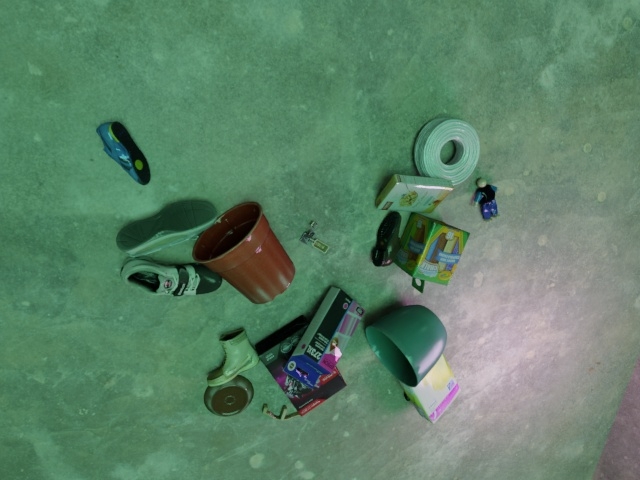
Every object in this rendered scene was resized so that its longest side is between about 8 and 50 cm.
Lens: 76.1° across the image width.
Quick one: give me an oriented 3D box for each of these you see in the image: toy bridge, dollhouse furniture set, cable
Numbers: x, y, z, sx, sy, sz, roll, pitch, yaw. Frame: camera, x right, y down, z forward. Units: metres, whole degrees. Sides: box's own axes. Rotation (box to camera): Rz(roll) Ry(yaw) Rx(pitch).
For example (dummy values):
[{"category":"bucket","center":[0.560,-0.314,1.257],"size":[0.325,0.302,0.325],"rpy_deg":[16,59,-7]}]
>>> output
[{"category":"toy bridge","center":[-0.158,0.733,1.736],"size":[0.188,0.026,0.063],"rpy_deg":[13,106,-21]},{"category":"dollhouse furniture set","center":[0.000,0.000,1.512],"size":[0.114,0.081,0.091],"rpy_deg":[31,96,-24]},{"category":"cable","center":[0.479,-0.334,1.551],"size":[0.257,0.089,0.257],"rpy_deg":[26,98,-23]}]

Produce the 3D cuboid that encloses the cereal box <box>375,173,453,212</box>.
[{"category":"cereal box","center":[0.348,-0.171,1.533],"size":[0.240,0.047,0.173],"rpy_deg":[1,151,-18]}]

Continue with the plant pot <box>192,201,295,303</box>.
[{"category":"plant pot","center":[-0.235,0.057,1.373],"size":[0.272,0.272,0.265],"rpy_deg":[-38,123,-3]}]

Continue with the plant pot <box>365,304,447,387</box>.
[{"category":"plant pot","center":[0.367,0.400,1.662],"size":[0.235,0.293,0.293],"rpy_deg":[-34,115,-20]}]

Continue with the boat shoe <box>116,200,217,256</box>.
[{"category":"boat shoe","center":[-0.492,-0.034,1.340],"size":[0.321,0.103,0.118],"rpy_deg":[-25,68,-12]}]

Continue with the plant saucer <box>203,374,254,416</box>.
[{"category":"plant saucer","center":[-0.363,0.629,1.631],"size":[0.199,0.036,0.198],"rpy_deg":[-5,109,-15]}]

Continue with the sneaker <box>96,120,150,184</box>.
[{"category":"sneaker","center":[-0.602,-0.261,1.253],"size":[0.082,0.069,0.209],"rpy_deg":[-10,124,20]}]

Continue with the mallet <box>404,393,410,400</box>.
[{"category":"mallet","center":[0.421,0.654,1.892],"size":[0.062,0.039,0.189],"rpy_deg":[-7,106,-16]}]

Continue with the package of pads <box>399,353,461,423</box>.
[{"category":"package of pads","center":[0.495,0.655,1.853],"size":[0.229,0.101,0.296],"rpy_deg":[-39,115,-20]}]

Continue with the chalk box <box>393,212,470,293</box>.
[{"category":"chalk box","center":[0.418,0.060,1.613],"size":[0.179,0.180,0.288],"rpy_deg":[15,101,-22]}]

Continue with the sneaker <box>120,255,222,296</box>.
[{"category":"sneaker","center":[-0.493,0.141,1.370],"size":[0.331,0.146,0.122],"rpy_deg":[8,103,-21]}]

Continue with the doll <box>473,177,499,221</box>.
[{"category":"doll","center":[0.687,-0.170,1.696],"size":[0.129,0.046,0.189],"rpy_deg":[-28,114,-8]}]

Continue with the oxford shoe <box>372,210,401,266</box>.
[{"category":"oxford shoe","center":[0.277,-0.006,1.611],"size":[0.096,0.083,0.227],"rpy_deg":[5,109,-36]}]

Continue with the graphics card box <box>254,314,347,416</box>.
[{"category":"graphics card box","center":[-0.073,0.509,1.651],"size":[0.233,0.094,0.370],"rpy_deg":[-31,113,-8]}]

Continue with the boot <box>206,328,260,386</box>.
[{"category":"boot","center":[-0.355,0.441,1.549],"size":[0.213,0.077,0.165],"rpy_deg":[-26,114,-14]}]

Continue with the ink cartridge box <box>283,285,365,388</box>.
[{"category":"ink cartridge box","center":[0.022,0.378,1.575],"size":[0.176,0.069,0.371],"rpy_deg":[44,70,-32]}]
